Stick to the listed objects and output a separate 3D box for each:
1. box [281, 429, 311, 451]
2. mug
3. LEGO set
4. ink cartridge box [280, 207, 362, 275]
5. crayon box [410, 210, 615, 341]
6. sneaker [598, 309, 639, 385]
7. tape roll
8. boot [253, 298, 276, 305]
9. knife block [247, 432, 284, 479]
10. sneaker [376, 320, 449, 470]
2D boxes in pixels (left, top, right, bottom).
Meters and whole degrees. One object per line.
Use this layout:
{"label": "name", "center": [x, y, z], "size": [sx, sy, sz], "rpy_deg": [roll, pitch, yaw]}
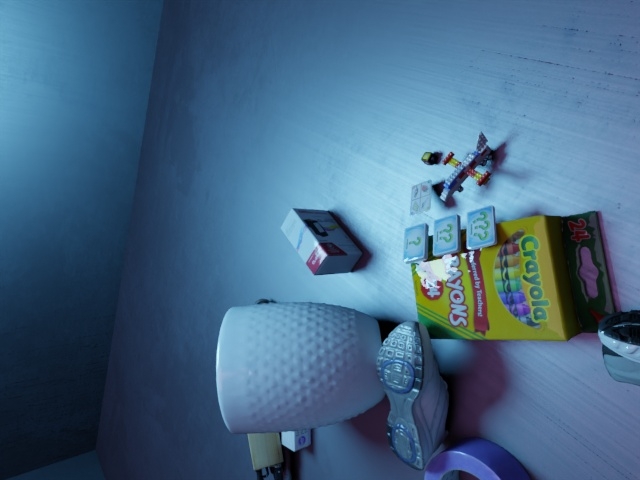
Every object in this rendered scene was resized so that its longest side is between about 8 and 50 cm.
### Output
{"label": "box", "center": [-0.072, 0.421, 1.177], "size": [0.067, 0.063, 0.324], "rpy_deg": [-2, 90, 49]}
{"label": "mug", "center": [-0.023, 0.307, 0.955], "size": [0.276, 0.328, 0.374], "rpy_deg": [-91, -6, -46]}
{"label": "LEGO set", "center": [0.231, -0.089, 0.780], "size": [0.182, 0.060, 0.244], "rpy_deg": [-17, 52, 43]}
{"label": "ink cartridge box", "center": [0.000, 0.000, 1.039], "size": [0.175, 0.127, 0.072], "rpy_deg": [52, 125, 32]}
{"label": "crayon box", "center": [0.316, 0.071, 0.736], "size": [0.318, 0.081, 0.202], "rpy_deg": [-14, 80, 46]}
{"label": "sneaker", "center": [0.517, 0.168, 0.527], "size": [0.271, 0.100, 0.108], "rpy_deg": [8, 121, 44]}
{"label": "tape roll", "center": [0.296, 0.478, 0.771], "size": [0.189, 0.080, 0.189], "rpy_deg": [2, 93, 48]}
{"label": "boot", "center": [-0.164, 0.291, 1.185], "size": [0.229, 0.091, 0.263], "rpy_deg": [-174, 85, -76]}
{"label": "knife block", "center": [-0.159, 0.597, 1.193], "size": [0.276, 0.088, 0.242], "rpy_deg": [98, 155, -48]}
{"label": "sneaker", "center": [0.192, 0.291, 0.819], "size": [0.111, 0.129, 0.297], "rpy_deg": [13, 113, 49]}
